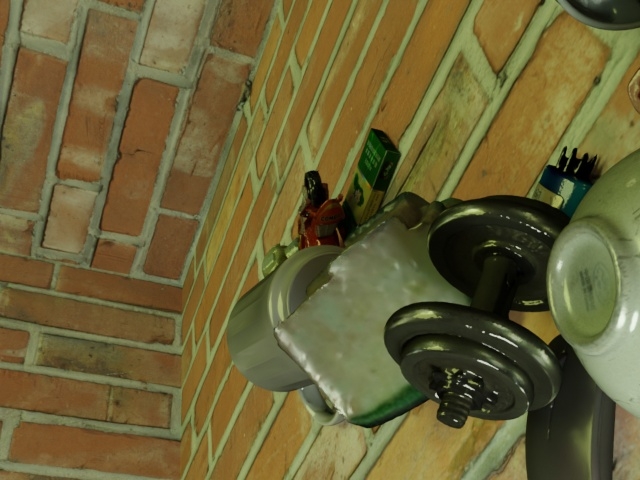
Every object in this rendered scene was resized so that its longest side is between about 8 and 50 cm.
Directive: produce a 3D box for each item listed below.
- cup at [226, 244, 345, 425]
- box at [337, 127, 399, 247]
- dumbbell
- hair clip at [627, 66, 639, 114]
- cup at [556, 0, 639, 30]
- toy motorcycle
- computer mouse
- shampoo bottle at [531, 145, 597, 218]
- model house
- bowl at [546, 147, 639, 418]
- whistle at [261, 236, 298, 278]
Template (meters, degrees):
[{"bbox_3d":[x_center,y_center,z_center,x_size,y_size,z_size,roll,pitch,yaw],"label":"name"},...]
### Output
[{"bbox_3d":[-0.012,0.194,1.482,0.323,0.236,0.327,67,153,6],"label":"cup"},{"bbox_3d":[0.094,-0.102,1.619,0.132,0.034,0.235,-112,37,-59],"label":"box"},{"bbox_3d":[0.185,0.073,0.861,0.290,0.192,0.192,-63,9,-30],"label":"dumbbell"},{"bbox_3d":[0.388,-0.131,0.782,0.138,0.102,0.123,46,131,29],"label":"hair clip"},{"bbox_3d":[0.308,-0.398,0.908,0.312,0.205,0.206,-102,30,-53],"label":"cup"},{"bbox_3d":[-0.002,-0.001,1.661,0.171,0.089,0.298,-109,17,-51],"label":"toy motorcycle"},{"bbox_3d":[0.274,0.211,0.855,0.120,0.057,0.232,158,122,-68],"label":"computer mouse"},{"bbox_3d":[0.289,-0.028,0.971,0.087,0.050,0.183,-123,48,-63],"label":"shampoo bottle"},{"bbox_3d":[0.121,0.074,1.179,0.298,0.243,0.284,-39,8,24],"label":"model house"},{"bbox_3d":[0.291,0.038,0.686,0.313,0.146,0.314,-179,90,-73],"label":"bowl"},{"bbox_3d":[-0.056,0.047,1.900,0.223,0.122,0.123,-44,33,24],"label":"whistle"}]
